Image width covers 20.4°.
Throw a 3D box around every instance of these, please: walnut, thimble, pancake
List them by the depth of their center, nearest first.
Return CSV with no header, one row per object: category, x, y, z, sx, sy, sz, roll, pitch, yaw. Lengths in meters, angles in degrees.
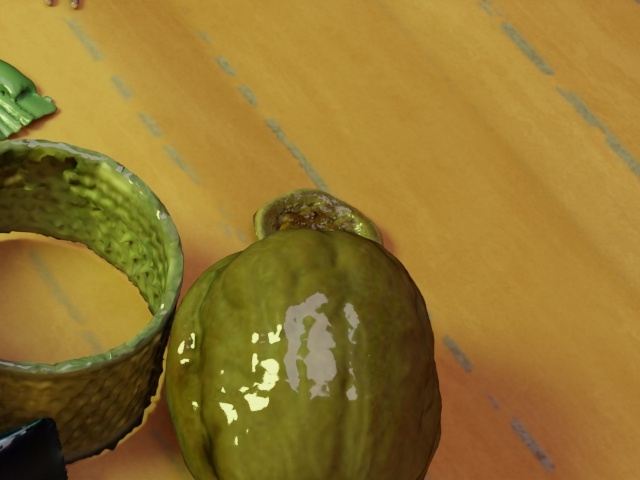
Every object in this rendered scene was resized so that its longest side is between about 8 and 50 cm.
walnut,-0.008,0.128,1.531,0.283,0.227,0.282,14,56,-22
thimble,-0.260,0.053,1.567,0.271,0.150,0.270,9,49,-10
pancake,0.000,0.000,1.776,0.140,0.022,0.139,9,49,-11

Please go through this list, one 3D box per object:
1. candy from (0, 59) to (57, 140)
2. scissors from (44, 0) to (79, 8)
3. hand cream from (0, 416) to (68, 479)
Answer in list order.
candy,-0.465,-0.144,1.694,0.263,0.172,0.398,45,32,9
scissors,-0.283,-0.296,1.947,0.039,0.012,0.113,6,49,-12
hand cream,-0.327,0.238,1.437,0.271,0.061,0.120,-18,101,-28
